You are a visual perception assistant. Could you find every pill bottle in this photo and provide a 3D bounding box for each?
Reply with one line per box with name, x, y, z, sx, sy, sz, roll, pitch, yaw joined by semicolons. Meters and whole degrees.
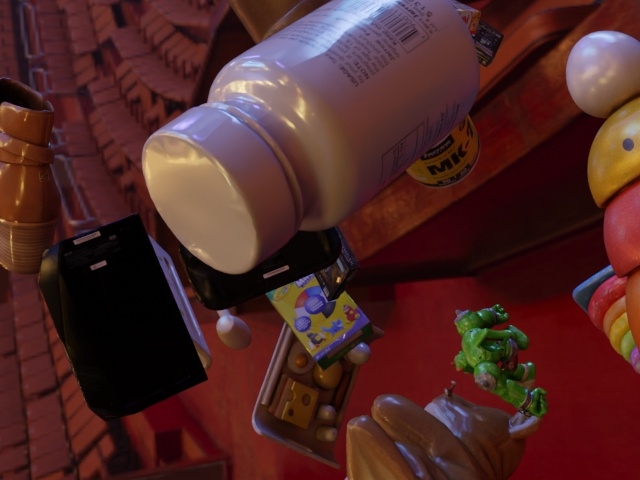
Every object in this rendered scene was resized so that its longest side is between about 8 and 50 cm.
pill bottle;0.143;-0.159;1.085;0.208;0.119;0.119;35;-141;-62
pill bottle;-0.003;-0.081;0.543;0.131;0.229;0.131;30;141;27

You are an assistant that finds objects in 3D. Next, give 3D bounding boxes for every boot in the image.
boot;-0.435;-0.106;1.034;0.283;0.109;0.220;30;119;40

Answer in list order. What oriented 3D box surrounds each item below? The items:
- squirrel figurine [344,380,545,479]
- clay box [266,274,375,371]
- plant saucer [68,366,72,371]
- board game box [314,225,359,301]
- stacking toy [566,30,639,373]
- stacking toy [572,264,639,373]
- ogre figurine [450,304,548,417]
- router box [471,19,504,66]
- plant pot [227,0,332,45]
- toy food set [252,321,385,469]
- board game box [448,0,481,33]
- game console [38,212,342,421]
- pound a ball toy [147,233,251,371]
squirrel figurine;0.214;0.390;1.145;0.397;0.370;0.281;37;121;28
clay box;-0.011;0.129;1.530;0.222;0.127;0.053;49;172;34
plant saucer;-0.461;0.205;1.673;0.195;0.037;0.195;-52;8;10
board game box;0.000;0.000;1.389;0.186;0.026;0.126;62;152;20
stacking toy;0.477;-0.079;1.073;0.480;0.350;0.350;60;151;15
stacking toy;0.587;0.180;1.395;0.166;0.175;0.302;-36;31;23
ogre figurine;0.265;0.169;1.191;0.097;0.118;0.197;-34;46;48
router box;0.378;-0.492;1.922;0.092;0.122;0.038;-62;5;-31
plant pot;-0.057;-0.355;1.146;0.165;0.167;0.167;52;156;-2
toy food set;0.006;0.290;1.629;0.092;0.219;0.306;-8;57;54
board game box;0.171;-0.421;1.441;0.147;0.193;0.045;47;135;48
game console;-0.135;0.052;0.948;0.213;0.361;0.044;68;159;1
pound a ball toy;-0.248;0.126;1.362;0.319;0.208;0.136;56;179;44
